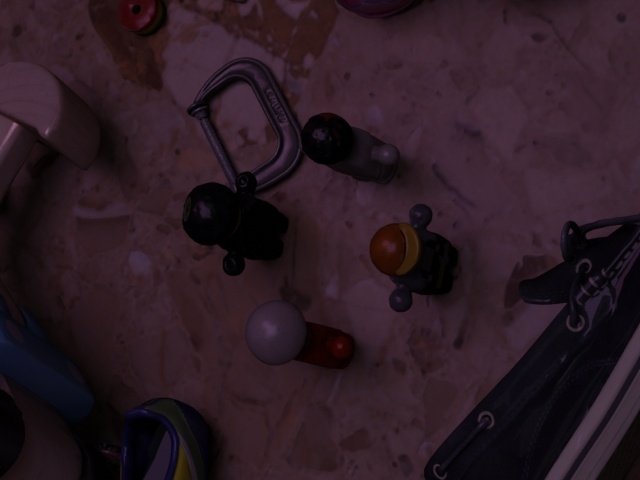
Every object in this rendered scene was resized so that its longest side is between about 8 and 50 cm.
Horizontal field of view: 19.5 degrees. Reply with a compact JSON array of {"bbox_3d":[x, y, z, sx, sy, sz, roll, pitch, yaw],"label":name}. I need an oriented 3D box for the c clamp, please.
[{"bbox_3d":[-0.086,-0.099,1.865,0.137,0.022,0.160,-28,70,19],"label":"c clamp"}]

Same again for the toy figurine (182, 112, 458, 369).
[{"bbox_3d":[0.000,0.000,1.732,0.209,0.148,0.213,-34,67,17],"label":"toy figurine"}]

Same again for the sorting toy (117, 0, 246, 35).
[{"bbox_3d":[-0.115,-0.334,1.912,0.132,0.046,0.274,20,89,28],"label":"sorting toy"}]

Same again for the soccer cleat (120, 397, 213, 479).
[{"bbox_3d":[-0.158,0.292,1.767,0.093,0.121,0.289,-5,78,25],"label":"soccer cleat"}]

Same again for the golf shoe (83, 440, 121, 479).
[{"bbox_3d":[-0.269,0.236,1.863,0.186,0.067,0.086,6,82,27],"label":"golf shoe"}]

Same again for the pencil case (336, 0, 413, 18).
[{"bbox_3d":[0.020,-0.354,1.809,0.124,0.124,0.284,-30,68,18],"label":"pencil case"}]

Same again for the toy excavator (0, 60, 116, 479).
[{"bbox_3d":[-0.354,0.086,1.805,0.433,0.222,0.445,-37,55,6],"label":"toy excavator"}]

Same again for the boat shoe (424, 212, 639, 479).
[{"bbox_3d":[0.251,0.052,1.583,0.156,0.187,0.500,35,101,21],"label":"boat shoe"}]
